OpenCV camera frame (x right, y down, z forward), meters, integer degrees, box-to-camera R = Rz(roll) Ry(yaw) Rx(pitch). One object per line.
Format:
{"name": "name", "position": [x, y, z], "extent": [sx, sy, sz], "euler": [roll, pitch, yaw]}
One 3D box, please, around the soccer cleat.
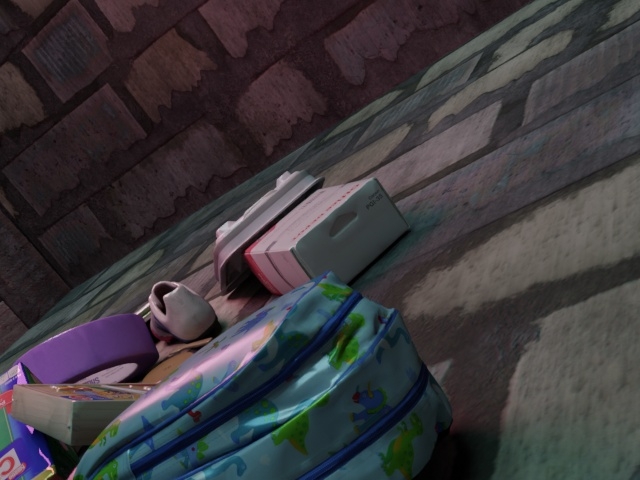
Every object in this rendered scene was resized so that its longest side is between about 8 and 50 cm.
{"name": "soccer cleat", "position": [-0.310, 0.141, 1.734], "extent": [0.116, 0.143, 0.331], "euler": [-42, 14, -21]}

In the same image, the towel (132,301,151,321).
{"name": "towel", "position": [-0.460, 0.205, 2.006], "extent": [0.248, 0.038, 0.325], "euler": [-40, 3, -10]}

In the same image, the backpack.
{"name": "backpack", "position": [-0.055, 0.191, 0.765], "extent": [0.356, 0.273, 0.290], "euler": [-16, 4, 25]}

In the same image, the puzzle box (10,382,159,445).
{"name": "puzzle box", "position": [-0.255, 0.231, 1.125], "extent": [0.272, 0.052, 0.409], "euler": [5, -8, -30]}

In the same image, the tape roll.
{"name": "tape roll", "position": [-0.466, 0.248, 1.626], "extent": [0.275, 0.090, 0.275], "euler": [-26, -14, -7]}

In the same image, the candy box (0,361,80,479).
{"name": "candy box", "position": [-0.519, 0.382, 1.274], "extent": [0.268, 0.122, 0.317], "euler": [-38, 38, -9]}

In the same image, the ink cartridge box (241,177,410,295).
{"name": "ink cartridge box", "position": [0.000, 0.000, 1.485], "extent": [0.207, 0.117, 0.283], "euler": [-41, 13, -18]}

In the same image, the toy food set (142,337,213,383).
{"name": "toy food set", "position": [-0.279, 0.254, 1.524], "extent": [0.132, 0.038, 0.192], "euler": [-17, 17, 36]}

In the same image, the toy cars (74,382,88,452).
{"name": "toy cars", "position": [-0.542, 0.432, 1.476], "extent": [0.393, 0.087, 0.176], "euler": [-50, 6, -31]}

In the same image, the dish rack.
{"name": "dish rack", "position": [-0.125, -0.023, 1.731], "extent": [0.285, 0.072, 0.333], "euler": [-41, -7, -15]}
